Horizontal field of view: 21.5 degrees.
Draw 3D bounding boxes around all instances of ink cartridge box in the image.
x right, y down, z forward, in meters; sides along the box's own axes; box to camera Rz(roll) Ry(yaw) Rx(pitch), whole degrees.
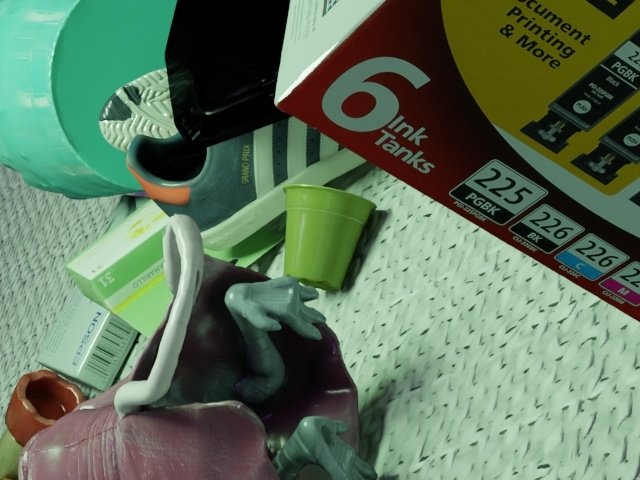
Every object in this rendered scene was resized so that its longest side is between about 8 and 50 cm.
[{"bbox_3d":[0.180,-0.114,0.912,0.272,0.309,0.130,-41,30,39],"label":"ink cartridge box"},{"bbox_3d":[-0.151,0.010,1.694,0.171,0.056,0.235,-37,18,-13],"label":"ink cartridge box"},{"bbox_3d":[-0.243,0.053,1.916,0.223,0.045,0.224,-63,23,-10],"label":"ink cartridge box"}]

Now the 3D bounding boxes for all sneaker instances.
[{"bbox_3d":[-0.118,-0.138,1.731,0.235,0.094,0.153,-25,2,-14],"label":"sneaker"},{"bbox_3d":[-0.036,-0.129,1.541,0.350,0.148,0.131,-38,31,24],"label":"sneaker"}]

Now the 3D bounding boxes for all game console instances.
[{"bbox_3d":[0.031,-0.214,1.479,0.361,0.044,0.213,-19,47,12],"label":"game console"}]

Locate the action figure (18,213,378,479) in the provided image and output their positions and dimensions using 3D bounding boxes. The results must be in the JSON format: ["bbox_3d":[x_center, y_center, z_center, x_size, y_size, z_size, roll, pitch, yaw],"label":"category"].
[{"bbox_3d":[-0.142,0.179,1.316,0.370,0.276,0.248,-22,48,35],"label":"action figure"}]

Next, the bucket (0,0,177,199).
[{"bbox_3d":[-0.237,-0.178,1.900,0.183,0.281,0.281,5,67,54],"label":"bucket"}]

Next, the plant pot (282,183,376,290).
[{"bbox_3d":[0.000,0.000,1.458,0.083,0.083,0.079,-7,68,62],"label":"plant pot"}]

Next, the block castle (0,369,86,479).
[{"bbox_3d":[-0.396,0.272,1.665,0.213,0.303,0.453,-55,23,30],"label":"block castle"}]
